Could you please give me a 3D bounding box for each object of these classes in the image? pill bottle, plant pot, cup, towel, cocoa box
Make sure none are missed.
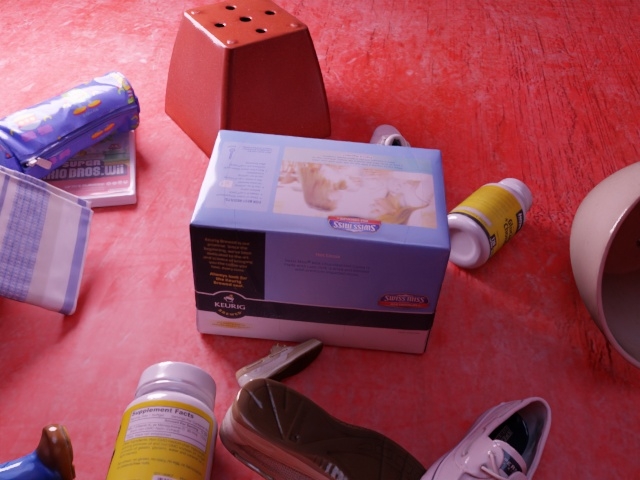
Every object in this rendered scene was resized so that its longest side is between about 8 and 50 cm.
[{"bbox_3d":[-0.184,0.256,0.787,0.119,0.119,0.208,3,42,-2],"label":"pill bottle"},{"bbox_3d":[0.290,-0.037,1.158,0.103,0.103,0.184,33,50,27],"label":"pill bottle"},{"bbox_3d":[-0.147,-0.337,1.348,0.267,0.236,0.267,-24,50,-28],"label":"plant pot"},{"bbox_3d":[0.518,0.007,1.015,0.331,0.331,0.237,-1,18,-6],"label":"cup"},{"bbox_3d":[-0.473,-0.019,0.974,0.285,0.034,0.209,26,49,-39],"label":"towel"},{"bbox_3d":[0.000,0.000,1.000,0.347,0.228,0.231,5,43,1],"label":"cocoa box"}]

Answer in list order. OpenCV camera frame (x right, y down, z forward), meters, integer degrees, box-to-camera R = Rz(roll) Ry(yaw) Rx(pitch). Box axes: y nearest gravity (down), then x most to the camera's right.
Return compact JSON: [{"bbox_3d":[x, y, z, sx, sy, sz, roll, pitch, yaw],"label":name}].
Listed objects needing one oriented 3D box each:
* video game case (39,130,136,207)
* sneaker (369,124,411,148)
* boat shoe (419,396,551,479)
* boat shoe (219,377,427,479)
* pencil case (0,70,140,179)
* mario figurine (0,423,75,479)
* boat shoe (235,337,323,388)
[{"bbox_3d":[-0.459,-0.159,1.281,0.204,0.025,0.285,-6,43,-11],"label":"video game case"},{"bbox_3d":[0.142,-0.166,1.275,0.090,0.115,0.232,1,43,-4],"label":"sneaker"},{"bbox_3d":[0.202,0.273,0.789,0.267,0.088,0.096,-27,74,-46],"label":"boat shoe"},{"bbox_3d":[0.017,0.281,0.798,0.302,0.098,0.109,31,37,1],"label":"boat shoe"},{"bbox_3d":[-0.466,-0.203,1.219,0.133,0.119,0.306,22,44,30],"label":"pencil case"},{"bbox_3d":[-0.413,0.288,0.687,0.320,0.170,0.198,-13,11,-29],"label":"mario figurine"},{"bbox_3d":[-0.057,0.169,0.943,0.135,0.050,0.045,-26,56,-29],"label":"boat shoe"}]
